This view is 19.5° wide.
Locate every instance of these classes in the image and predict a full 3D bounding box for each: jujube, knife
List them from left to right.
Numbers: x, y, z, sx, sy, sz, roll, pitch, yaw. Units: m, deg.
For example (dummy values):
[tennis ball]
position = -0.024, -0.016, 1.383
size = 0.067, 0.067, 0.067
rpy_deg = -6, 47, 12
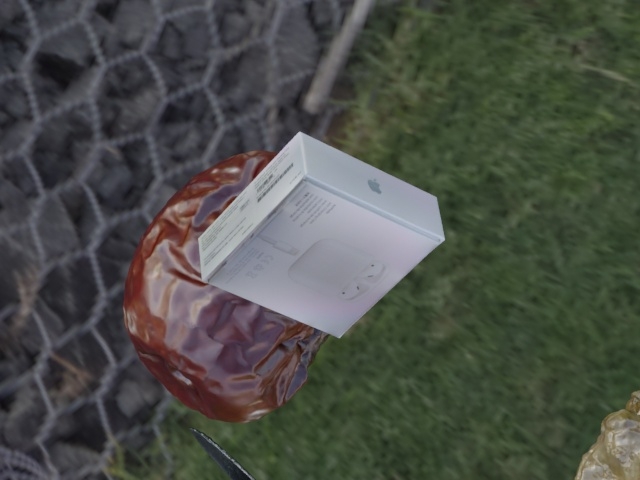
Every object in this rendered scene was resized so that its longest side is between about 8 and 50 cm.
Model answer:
[jujube]
position = -0.069, 0.039, 1.720
size = 0.232, 0.213, 0.213
rpy_deg = -48, 114, -16
[knife]
position = -0.031, 0.176, 1.215
size = 0.010, 0.170, 0.023
rpy_deg = -25, 144, -38

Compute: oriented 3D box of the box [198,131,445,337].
[box]
position = 0.000, 0.000, 1.380
size = 0.129, 0.051, 0.130
rpy_deg = 24, 129, -30

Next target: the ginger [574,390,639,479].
[ginger]
position = 0.328, 0.232, 1.623
size = 0.270, 0.123, 0.219
rpy_deg = -7, 83, -41
